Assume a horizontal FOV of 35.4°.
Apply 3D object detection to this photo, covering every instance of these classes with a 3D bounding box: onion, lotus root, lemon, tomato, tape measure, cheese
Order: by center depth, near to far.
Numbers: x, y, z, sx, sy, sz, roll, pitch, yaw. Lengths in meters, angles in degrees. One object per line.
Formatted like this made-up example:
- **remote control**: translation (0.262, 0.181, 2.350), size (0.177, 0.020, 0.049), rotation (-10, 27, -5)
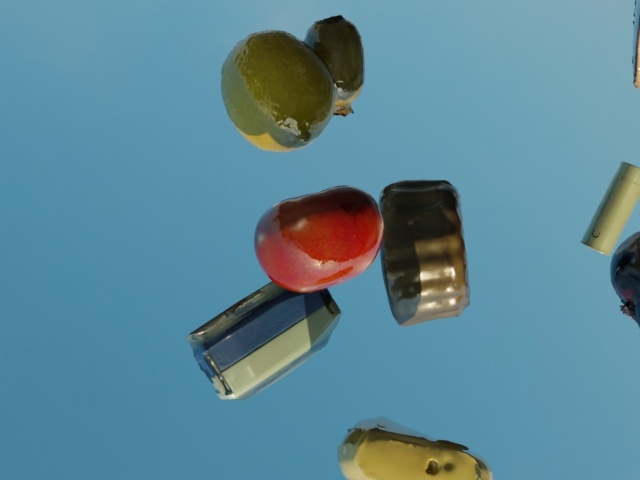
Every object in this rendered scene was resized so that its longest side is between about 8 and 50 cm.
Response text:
- **tomato**: translation (0.000, 0.000, 1.465), size (0.195, 0.195, 0.136), rotation (-8, -102, -49)
- **cheese**: translation (0.153, 0.384, 1.703), size (0.259, 0.128, 0.316), rotation (20, 172, 3)
- **tape measure**: translation (-0.102, 0.181, 1.807), size (0.259, 0.262, 0.138), rotation (-30, -99, -18)
- **onion**: translation (0.675, 0.094, 1.900), size (0.221, 0.281, 0.281), rotation (-11, -121, -36)
- **lemon**: translation (-0.098, -0.333, 2.206), size (0.245, 0.245, 0.320), rotation (4, -132, -43)
- **lotus root**: translation (0.038, -0.395, 2.365), size (0.154, 0.278, 0.154), rotation (-2, -155, 1)

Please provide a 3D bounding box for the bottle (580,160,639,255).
- **bottle**: translation (0.648, -0.070, 2.200), size (0.072, 0.201, 0.072), rotation (23, -171, -4)

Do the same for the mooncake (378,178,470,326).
- **mooncake**: translation (0.210, 0.019, 1.988), size (0.290, 0.161, 0.290), rotation (-7, -90, -80)

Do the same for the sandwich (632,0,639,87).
- **sandwich**: translation (0.485, -0.335, 1.362), size (0.186, 0.108, 0.220), rotation (37, -121, -74)
